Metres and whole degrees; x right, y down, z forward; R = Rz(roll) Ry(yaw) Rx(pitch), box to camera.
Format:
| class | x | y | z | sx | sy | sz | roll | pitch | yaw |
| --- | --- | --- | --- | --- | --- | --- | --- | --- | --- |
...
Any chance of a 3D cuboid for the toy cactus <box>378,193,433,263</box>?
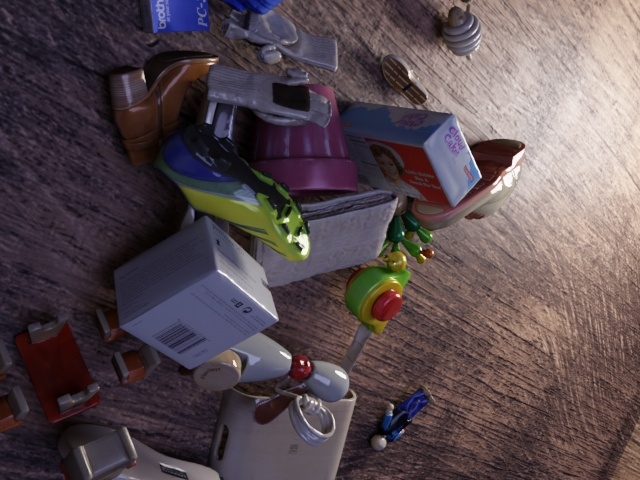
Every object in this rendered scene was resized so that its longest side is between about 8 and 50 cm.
| class | x | y | z | sx | sy | sz | roll | pitch | yaw |
| --- | --- | --- | --- | --- | --- | --- | --- | --- | --- |
| toy cactus | 0.162 | -0.036 | 1.462 | 0.219 | 0.112 | 0.180 | -2 | 95 | -28 |

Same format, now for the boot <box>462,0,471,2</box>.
| class | x | y | z | sx | sy | sz | roll | pitch | yaw |
| --- | --- | --- | --- | --- | --- | --- | --- | --- | --- |
| boot | 0.325 | -0.638 | 1.390 | 0.203 | 0.095 | 0.262 | 43 | 78 | -38 |

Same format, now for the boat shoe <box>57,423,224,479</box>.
| class | x | y | z | sx | sy | sz | roll | pitch | yaw |
| --- | --- | --- | --- | --- | --- | --- | --- | --- | --- |
| boat shoe | -0.331 | 0.449 | 1.207 | 0.341 | 0.127 | 0.158 | 34 | 99 | -29 |

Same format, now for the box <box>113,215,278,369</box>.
| class | x | y | z | sx | sy | sz | roll | pitch | yaw |
| --- | --- | --- | --- | --- | --- | --- | --- | --- | --- |
| box | -0.195 | 0.087 | 1.091 | 0.182 | 0.119 | 0.181 | -30 | 139 | 11 |

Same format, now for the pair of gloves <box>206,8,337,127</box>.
| class | x | y | z | sx | sy | sz | roll | pitch | yaw |
| --- | --- | --- | --- | --- | --- | --- | --- | --- | --- |
| pair of gloves | -0.069 | -0.285 | 1.110 | 0.204 | 0.042 | 0.240 | 18 | 52 | -13 |

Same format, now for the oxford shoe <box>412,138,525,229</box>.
| class | x | y | z | sx | sy | sz | roll | pitch | yaw |
| --- | --- | --- | --- | --- | --- | --- | --- | --- | --- |
| oxford shoe | 0.341 | -0.096 | 1.524 | 0.397 | 0.141 | 0.146 | -32 | 128 | -38 |

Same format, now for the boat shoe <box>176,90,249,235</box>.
| class | x | y | z | sx | sy | sz | roll | pitch | yaw |
| --- | --- | --- | --- | --- | --- | --- | --- | --- | --- |
| boat shoe | -0.172 | -0.095 | 1.142 | 0.097 | 0.116 | 0.324 | 8 | 104 | -15 |

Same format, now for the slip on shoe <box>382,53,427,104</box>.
| class | x | y | z | sx | sy | sz | roll | pitch | yaw |
| --- | --- | --- | --- | --- | --- | --- | --- | --- | --- |
| slip on shoe | 0.172 | -0.333 | 1.406 | 0.135 | 0.051 | 0.041 | 36 | 41 | -32 |

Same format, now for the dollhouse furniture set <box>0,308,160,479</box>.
| class | x | y | z | sx | sy | sz | roll | pitch | yaw |
| --- | --- | --- | --- | --- | --- | --- | --- | --- | --- |
| dollhouse furniture set | -0.381 | 0.246 | 1.057 | 0.262 | 0.135 | 0.259 | -18 | 73 | -34 |

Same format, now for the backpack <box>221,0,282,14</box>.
| class | x | y | z | sx | sy | sz | roll | pitch | yaw |
| --- | --- | --- | --- | --- | --- | --- | --- | --- | --- |
| backpack | -0.116 | -0.417 | 1.095 | 0.120 | 0.101 | 0.097 | 12 | 57 | -52 |

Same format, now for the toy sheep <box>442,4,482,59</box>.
| class | x | y | z | sx | sy | sz | roll | pitch | yaw |
| --- | --- | --- | --- | --- | --- | --- | --- | --- | --- |
| toy sheep | 0.297 | -0.432 | 1.445 | 0.091 | 0.091 | 0.132 | -52 | 134 | -13 |

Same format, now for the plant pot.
| class | x | y | z | sx | sy | sz | roll | pitch | yaw |
| --- | --- | --- | --- | --- | --- | --- | --- | --- | --- |
| plant pot | -0.038 | -0.170 | 1.203 | 0.201 | 0.201 | 0.180 | -3 | 90 | -38 |

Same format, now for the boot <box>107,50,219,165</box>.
| class | x | y | z | sx | sy | sz | roll | pitch | yaw |
| --- | --- | --- | --- | --- | --- | --- | --- | --- | --- |
| boot | -0.241 | -0.215 | 1.103 | 0.197 | 0.073 | 0.152 | -26 | 127 | -32 |

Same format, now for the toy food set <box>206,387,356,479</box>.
| class | x | y | z | sx | sy | sz | roll | pitch | yaw |
| --- | --- | --- | --- | --- | --- | --- | --- | --- | --- |
| toy food set | -0.077 | 0.409 | 1.424 | 0.306 | 0.092 | 0.219 | 10 | 99 | -32 |

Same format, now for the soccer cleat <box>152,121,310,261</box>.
| class | x | y | z | sx | sy | sz | roll | pitch | yaw |
| --- | --- | --- | --- | --- | --- | --- | --- | --- | --- |
| soccer cleat | -0.131 | -0.062 | 1.072 | 0.289 | 0.121 | 0.093 | 43 | 35 | -28 |

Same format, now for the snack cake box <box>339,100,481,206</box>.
| class | x | y | z | sx | sy | sz | roll | pitch | yaw |
| --- | --- | --- | --- | --- | --- | --- | --- | --- | --- |
| snack cake box | 0.151 | -0.167 | 1.292 | 0.089 | 0.264 | 0.152 | -46 | 127 | -19 |

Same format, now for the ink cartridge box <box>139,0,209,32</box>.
| class | x | y | z | sx | sy | sz | roll | pitch | yaw |
| --- | --- | --- | --- | --- | --- | --- | --- | --- | --- |
| ink cartridge box | -0.228 | -0.425 | 1.052 | 0.097 | 0.046 | 0.207 | -14 | 113 | -33 |

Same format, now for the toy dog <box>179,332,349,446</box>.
| class | x | y | z | sx | sy | sz | roll | pitch | yaw |
| --- | --- | --- | --- | --- | --- | --- | --- | --- | --- |
| toy dog | -0.122 | 0.244 | 1.270 | 0.334 | 0.161 | 0.220 | 40 | 35 | -11 |

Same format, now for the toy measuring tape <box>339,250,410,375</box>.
| class | x | y | z | sx | sy | sz | roll | pitch | yaw |
| --- | --- | --- | --- | --- | --- | --- | --- | --- | --- |
| toy measuring tape | 0.078 | 0.162 | 1.424 | 0.121 | 0.121 | 0.330 | 14 | 112 | -40 |

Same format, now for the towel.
| class | x | y | z | sx | sy | sz | roll | pitch | yaw |
| --- | --- | --- | --- | --- | --- | --- | --- | --- | --- |
| towel | 0.000 | 0.000 | 1.286 | 0.282 | 0.049 | 0.187 | -13 | 145 | -21 |

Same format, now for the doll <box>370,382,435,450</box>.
| class | x | y | z | sx | sy | sz | roll | pitch | yaw |
| --- | --- | --- | --- | --- | --- | --- | --- | --- | --- |
| doll | 0.189 | 0.425 | 1.654 | 0.189 | 0.046 | 0.129 | -42 | 135 | -13 |
